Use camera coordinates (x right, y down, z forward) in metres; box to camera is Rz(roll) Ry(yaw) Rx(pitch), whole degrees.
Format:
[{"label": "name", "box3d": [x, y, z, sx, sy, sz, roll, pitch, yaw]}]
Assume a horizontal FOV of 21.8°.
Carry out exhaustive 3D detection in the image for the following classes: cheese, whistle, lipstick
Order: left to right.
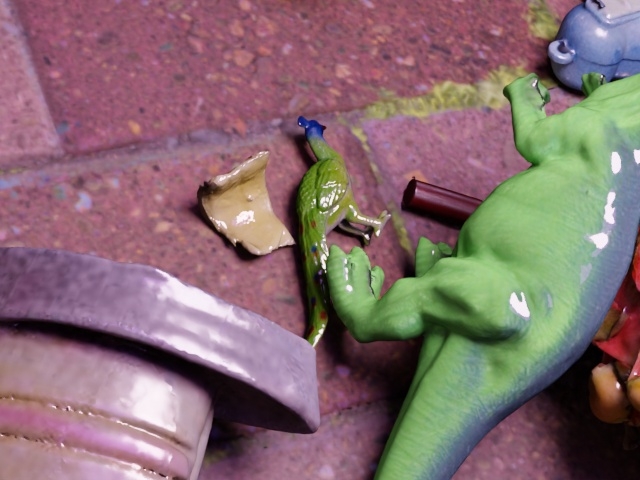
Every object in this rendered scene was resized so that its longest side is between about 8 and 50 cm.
[{"label": "cheese", "box3d": [-0.057, -0.023, 1.291, 0.060, 0.041, 0.084, -35, 112, -28]}, {"label": "lipstick", "box3d": [0.153, -0.015, 1.391, 0.176, 0.027, 0.027, 17, 57, -17]}, {"label": "whistle", "box3d": [0.312, -0.200, 1.527, 0.269, 0.093, 0.180, -16, 54, -32]}]

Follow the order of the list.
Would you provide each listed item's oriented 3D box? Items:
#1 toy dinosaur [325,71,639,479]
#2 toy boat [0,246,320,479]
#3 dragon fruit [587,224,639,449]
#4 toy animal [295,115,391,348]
[{"label": "toy dinosaur", "box3d": [0.183, 0.074, 1.163, 0.144, 0.374, 0.500, 27, 53, -43]}, {"label": "toy boat", "box3d": [-0.165, 0.133, 1.119, 0.276, 0.111, 0.293, 32, 64, 4]}, {"label": "dragon fruit", "box3d": [0.323, 0.071, 1.267, 0.250, 0.269, 0.291, 26, 25, 25]}, {"label": "toy animal", "box3d": [0.015, 0.002, 1.311, 0.075, 0.041, 0.217, 10, 63, -22]}]
